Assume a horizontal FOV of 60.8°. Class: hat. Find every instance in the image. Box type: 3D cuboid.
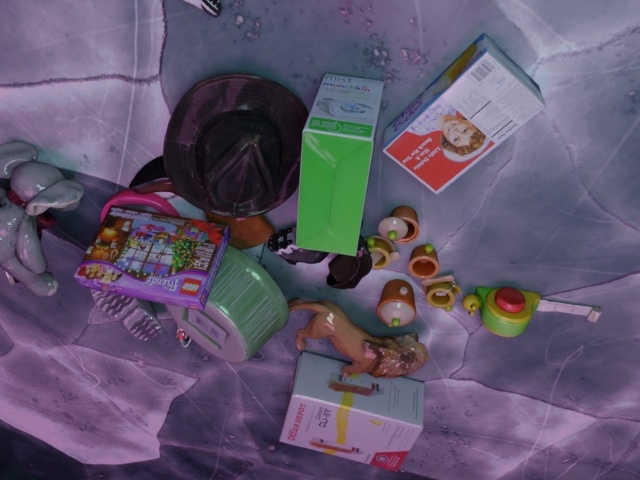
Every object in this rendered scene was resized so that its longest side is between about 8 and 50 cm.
[{"bbox_3d":[-0.162,-0.154,1.086,0.331,0.134,0.331,-5,126,-7],"label":"hat"}]

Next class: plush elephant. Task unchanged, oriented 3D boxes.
[{"bbox_3d":[-0.683,-0.077,1.271,0.272,0.255,0.330,45,165,19],"label":"plush elephant"}]

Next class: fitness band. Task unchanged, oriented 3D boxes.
[{"bbox_3d":[-0.445,0.001,1.395,0.208,0.054,0.291,6,129,8],"label":"fitness band"}]

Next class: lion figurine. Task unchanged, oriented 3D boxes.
[{"bbox_3d":[0.073,0.249,1.410,0.392,0.142,0.240,29,150,-21],"label":"lion figurine"}]

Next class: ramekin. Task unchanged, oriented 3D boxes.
[{"bbox_3d":[-0.241,0.163,1.352,0.303,0.148,0.303,25,142,21],"label":"ramekin"}]

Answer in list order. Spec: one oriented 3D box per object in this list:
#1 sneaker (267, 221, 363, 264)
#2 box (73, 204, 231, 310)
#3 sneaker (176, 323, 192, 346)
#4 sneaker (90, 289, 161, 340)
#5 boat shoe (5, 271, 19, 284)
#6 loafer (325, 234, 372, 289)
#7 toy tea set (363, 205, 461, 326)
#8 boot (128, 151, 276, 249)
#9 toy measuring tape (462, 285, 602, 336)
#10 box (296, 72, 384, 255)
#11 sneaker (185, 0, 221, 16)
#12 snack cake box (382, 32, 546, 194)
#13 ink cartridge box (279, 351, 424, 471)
[{"bbox_3d":[0.000,0.000,1.285,0.234,0.078,0.106,-18,137,19],"label":"sneaker"},{"bbox_3d":[-0.373,0.034,1.234,0.293,0.201,0.057,10,149,8],"label":"box"},{"bbox_3d":[-0.386,0.241,1.569,0.057,0.075,0.161,10,131,4],"label":"sneaker"},{"bbox_3d":[-0.547,0.159,1.510,0.105,0.115,0.281,-28,126,-8],"label":"sneaker"},{"bbox_3d":[-0.841,0.013,1.493,0.079,0.084,0.233,-15,127,-23],"label":"boat shoe"},{"bbox_3d":[0.061,0.064,1.273,0.078,0.080,0.220,-15,153,-18],"label":"loafer"},{"bbox_3d":[0.193,0.082,1.273,0.200,0.124,0.336,-16,125,24],"label":"toy tea set"},{"bbox_3d":[-0.277,-0.081,1.289,0.264,0.096,0.280,-16,132,15],"label":"boot"},{"bbox_3d":[0.504,0.183,1.298,0.330,0.121,0.121,9,131,5],"label":"toy measuring tape"},{"bbox_3d":[0.034,-0.147,1.045,0.126,0.231,0.262,10,131,5],"label":"box"},{"bbox_3d":[-0.227,-0.444,0.986,0.109,0.040,0.043,40,143,-16],"label":"sneaker"},{"bbox_3d":[0.260,-0.227,1.022,0.152,0.089,0.264,34,129,-19],"label":"snack cake box"},{"bbox_3d":[0.088,0.520,1.644,0.384,0.160,0.279,15,131,0],"label":"ink cartridge box"}]
